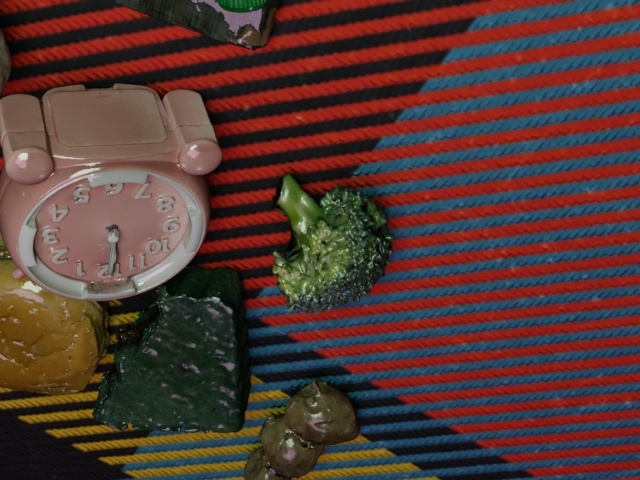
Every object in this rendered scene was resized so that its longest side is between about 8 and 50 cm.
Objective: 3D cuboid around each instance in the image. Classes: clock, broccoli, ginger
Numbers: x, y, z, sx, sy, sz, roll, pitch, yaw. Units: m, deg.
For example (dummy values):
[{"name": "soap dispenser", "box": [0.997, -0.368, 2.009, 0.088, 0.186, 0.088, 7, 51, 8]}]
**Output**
[{"name": "clock", "box": [-0.234, -0.043, 1.095, 0.227, 0.142, 0.241, -5, 133, -20]}, {"name": "broccoli", "box": [0.000, 0.000, 1.120, 0.154, 0.167, 0.160, -42, 82, -6]}, {"name": "ginger", "box": [-0.033, 0.266, 1.308, 0.104, 0.080, 0.204, 33, 118, -20]}]

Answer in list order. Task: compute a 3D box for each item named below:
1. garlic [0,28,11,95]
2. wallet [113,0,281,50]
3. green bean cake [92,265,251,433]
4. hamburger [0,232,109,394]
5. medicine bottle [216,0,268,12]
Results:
[{"name": "garlic", "box": [-0.456, -0.170, 0.954, 0.317, 0.259, 0.317, -6, 101, -29]}, {"name": "wallet", "box": [-0.089, -0.344, 0.946, 0.169, 0.044, 0.317, 18, 122, -3]}, {"name": "green bean cake", "box": [-0.182, 0.126, 1.222, 0.193, 0.107, 0.208, 4, 122, 7]}, {"name": "hamburger", "box": [-0.354, 0.090, 1.222, 0.214, 0.108, 0.213, 3, 128, 4]}, {"name": "medicine bottle", "box": [-0.075, -0.348, 0.872, 0.111, 0.076, 0.309, -17, 130, -21]}]
